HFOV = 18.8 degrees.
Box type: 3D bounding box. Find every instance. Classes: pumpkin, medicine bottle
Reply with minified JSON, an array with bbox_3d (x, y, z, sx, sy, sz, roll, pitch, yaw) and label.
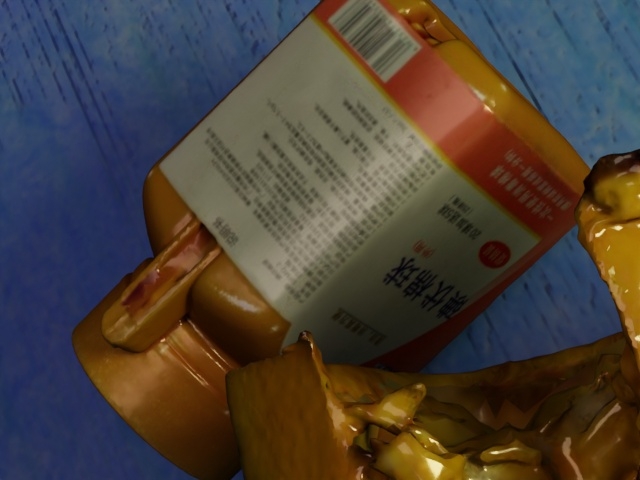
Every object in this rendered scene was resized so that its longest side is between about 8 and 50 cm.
[{"bbox_3d":[0.132,0.105,0.719,0.303,0.256,0.225,-26,66,46],"label":"pumpkin"},{"bbox_3d":[0.001,0.001,0.875,0.222,0.149,0.112,-44,60,8],"label":"medicine bottle"}]
